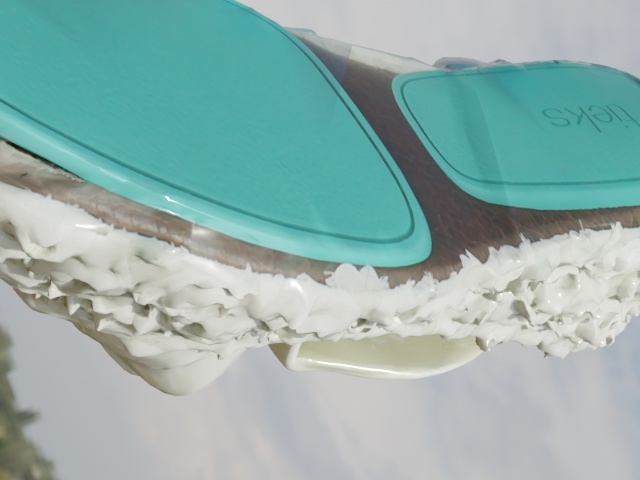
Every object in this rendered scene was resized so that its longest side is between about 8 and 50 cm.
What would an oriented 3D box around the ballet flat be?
[{"bbox_3d":[0.000,0.000,0.631,0.147,0.409,0.147,-5,-97,45],"label":"ballet flat"}]
